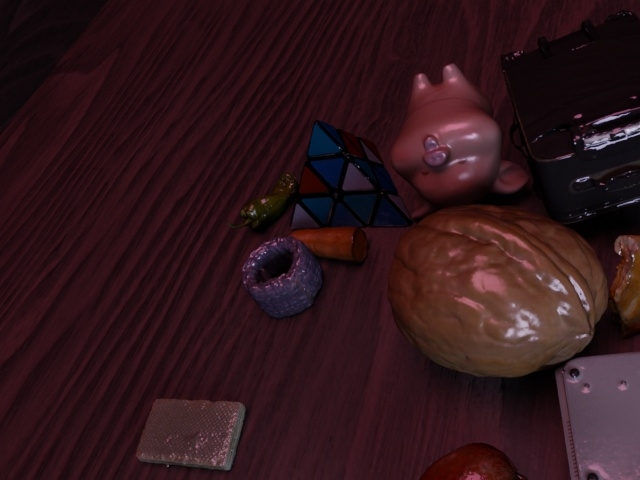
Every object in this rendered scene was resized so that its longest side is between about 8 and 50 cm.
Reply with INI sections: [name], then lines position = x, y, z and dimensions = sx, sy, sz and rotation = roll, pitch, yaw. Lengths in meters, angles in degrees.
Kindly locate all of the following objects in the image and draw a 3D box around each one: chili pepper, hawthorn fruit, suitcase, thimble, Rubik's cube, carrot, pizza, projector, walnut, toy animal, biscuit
[chili pepper]
position = -0.132, -0.073, 1.421
dimensions = 0.204, 0.073, 0.072
rotation = -42, 26, -25
[hawthorn fruit]
position = 0.188, 0.359, 0.813
dimensions = 0.188, 0.169, 0.169
rotation = -32, 44, 5
[suitcase]
position = 0.474, -0.221, 1.099
dimensions = 0.283, 0.194, 0.434
rotation = -18, 35, 19
[thimble]
position = -0.077, 0.071, 1.248
dimensions = 0.150, 0.098, 0.150
rotation = -16, 46, 17
[Rubik's cube]
position = 0.062, -0.185, 1.353
dimensions = 0.284, 0.250, 0.234
rotation = -5, 31, 31
[carrot]
position = 0.000, 0.000, 1.288
dimensions = 0.205, 0.072, 0.072
rotation = 7, 57, 36
[pizza]
position = 0.479, 0.073, 0.931
dimensions = 0.062, 0.182, 0.161
rotation = 43, 120, 57
[projector]
position = 0.444, 0.245, 0.804
dimensions = 0.250, 0.108, 0.198
rotation = -10, 48, 22
[walnut]
position = 0.259, 0.074, 0.943
dimensions = 0.313, 0.277, 0.252
rotation = 20, 103, 45
[toy animal]
position = 0.248, -0.198, 1.213
dimensions = 0.237, 0.269, 0.326
rotation = -18, 8, 25
[biscuit]
position = -0.237, 0.348, 1.140
dimensions = 0.199, 0.041, 0.121
rotation = -5, 53, 25
